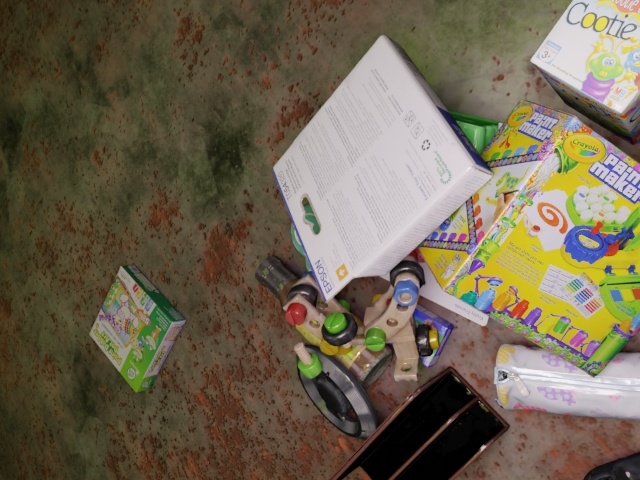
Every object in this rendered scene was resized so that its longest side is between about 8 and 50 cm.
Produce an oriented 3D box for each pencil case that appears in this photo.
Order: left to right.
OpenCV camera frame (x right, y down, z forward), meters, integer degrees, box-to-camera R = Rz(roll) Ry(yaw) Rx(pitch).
[{"bbox_3d":[0.424,0.227,0.903,0.273,0.124,0.113,-2,61,31],"label":"pencil case"}]

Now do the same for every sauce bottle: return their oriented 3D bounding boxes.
[{"bbox_3d":[-0.006,0.160,1.179,0.344,0.111,0.111,39,109,25],"label":"sauce bottle"}]

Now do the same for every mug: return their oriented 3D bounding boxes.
[{"bbox_3d":[0.006,-0.007,1.180,0.129,0.097,0.157,-25,77,30],"label":"mug"}]

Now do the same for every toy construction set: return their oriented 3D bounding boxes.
[{"bbox_3d":[0.081,0.136,1.035,0.257,0.237,0.309,-28,31,1],"label":"toy construction set"}]

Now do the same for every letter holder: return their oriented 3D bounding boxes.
[{"bbox_3d":[0.161,0.402,1.014,0.152,0.214,0.302,46,112,24],"label":"letter holder"}]

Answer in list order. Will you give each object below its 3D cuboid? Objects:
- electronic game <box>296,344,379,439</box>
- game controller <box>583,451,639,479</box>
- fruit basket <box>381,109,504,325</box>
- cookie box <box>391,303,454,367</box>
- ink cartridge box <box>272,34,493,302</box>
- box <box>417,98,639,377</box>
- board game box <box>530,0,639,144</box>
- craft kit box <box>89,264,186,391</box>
[{"bbox_3d":[0.031,0.308,1.132,0.229,0.048,0.229,38,148,30],"label":"electronic game"},{"bbox_3d":[0.528,0.482,0.822,0.167,0.067,0.319,-18,67,-3],"label":"game controller"},{"bbox_3d":[0.194,-0.061,1.019,0.327,0.165,0.353,26,112,37],"label":"fruit basket"},{"bbox_3d":[0.192,0.181,1.097,0.107,0.040,0.091,30,105,30],"label":"cookie box"},{"bbox_3d":[0.076,-0.115,0.932,0.330,0.071,0.324,-46,50,31],"label":"ink cartridge box"},{"bbox_3d":[0.353,-0.004,0.827,0.290,0.177,0.279,30,107,-14],"label":"box"},{"bbox_3d":[0.432,-0.252,0.808,0.144,0.275,0.142,43,111,25],"label":"board game box"},{"bbox_3d":[-0.507,0.238,1.529,0.250,0.061,0.246,39,112,26],"label":"craft kit box"}]
